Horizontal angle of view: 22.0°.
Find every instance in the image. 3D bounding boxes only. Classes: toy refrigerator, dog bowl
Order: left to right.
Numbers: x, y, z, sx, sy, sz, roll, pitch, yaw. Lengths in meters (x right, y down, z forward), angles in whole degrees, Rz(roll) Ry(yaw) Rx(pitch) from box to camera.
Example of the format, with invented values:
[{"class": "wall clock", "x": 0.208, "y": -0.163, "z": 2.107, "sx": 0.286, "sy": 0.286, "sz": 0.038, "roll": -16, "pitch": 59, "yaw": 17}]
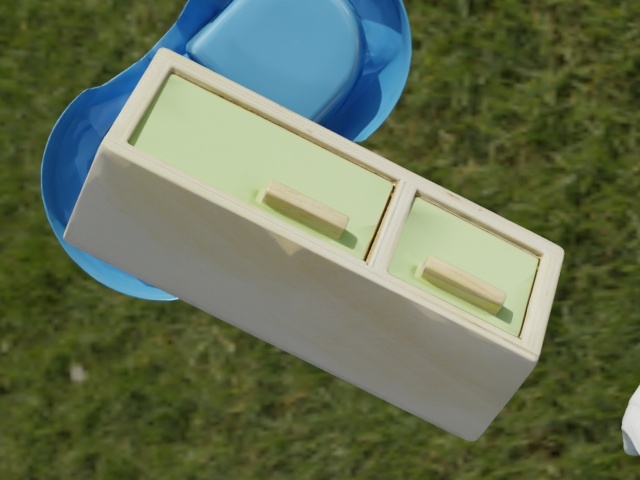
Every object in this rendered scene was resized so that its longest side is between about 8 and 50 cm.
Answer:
[{"class": "dog bowl", "x": -0.066, "y": -0.091, "z": 1.177, "sx": 0.166, "sy": 0.074, "sz": 0.297, "roll": 44, "pitch": 97, "yaw": -4}, {"class": "toy refrigerator", "x": 0.000, "y": 0.000, "z": 0.958, "sx": 0.269, "sy": 0.102, "sz": 0.094, "roll": 27, "pitch": 133, "yaw": -3}]

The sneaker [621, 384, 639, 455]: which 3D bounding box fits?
[{"class": "sneaker", "x": 0.167, "y": 0.101, "z": 0.611, "sx": 0.152, "sy": 0.061, "sz": 0.054, "roll": 48, "pitch": 167, "yaw": -10}]
